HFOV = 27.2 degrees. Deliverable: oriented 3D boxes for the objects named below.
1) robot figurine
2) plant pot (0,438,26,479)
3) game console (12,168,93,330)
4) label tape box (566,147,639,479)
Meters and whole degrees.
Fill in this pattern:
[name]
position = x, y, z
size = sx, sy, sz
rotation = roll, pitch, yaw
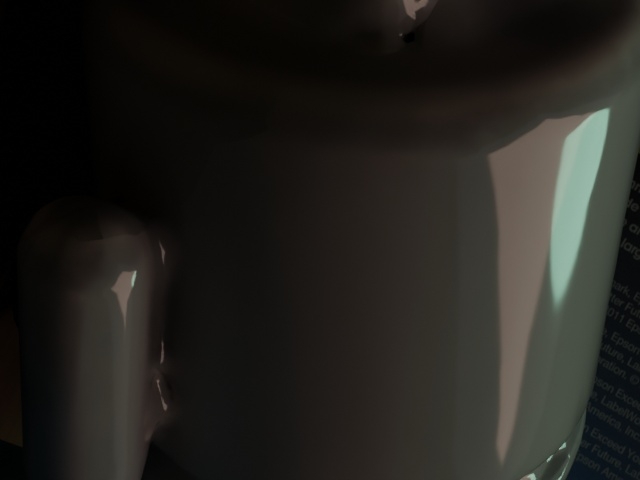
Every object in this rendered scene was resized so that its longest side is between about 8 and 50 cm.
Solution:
[robot figurine]
position = 0.014, -0.004, 0.515
size = 0.300, 0.200, 0.353
rotation = -24, 132, -33
[plant pot]
position = -0.126, 0.240, 0.573
size = 0.293, 0.196, 0.293
rotation = 17, 90, -88
[game console]
position = -0.014, -0.023, 0.742
size = 0.293, 0.250, 0.173
rotation = -59, -155, -11
[label tape box]
position = 0.181, 0.049, 0.735
size = 0.347, 0.249, 0.115
rotation = -59, 178, -9
